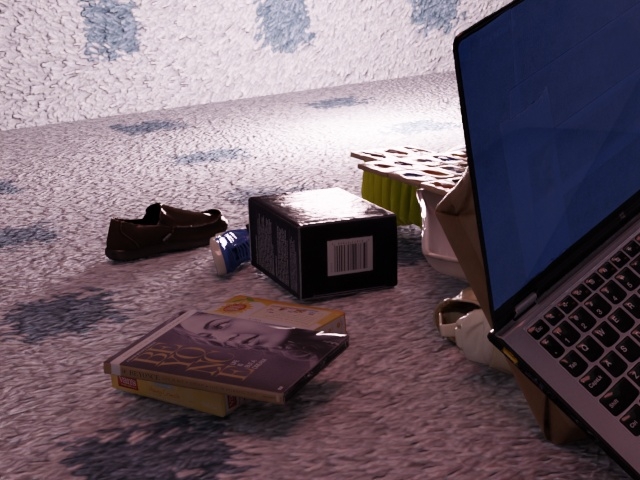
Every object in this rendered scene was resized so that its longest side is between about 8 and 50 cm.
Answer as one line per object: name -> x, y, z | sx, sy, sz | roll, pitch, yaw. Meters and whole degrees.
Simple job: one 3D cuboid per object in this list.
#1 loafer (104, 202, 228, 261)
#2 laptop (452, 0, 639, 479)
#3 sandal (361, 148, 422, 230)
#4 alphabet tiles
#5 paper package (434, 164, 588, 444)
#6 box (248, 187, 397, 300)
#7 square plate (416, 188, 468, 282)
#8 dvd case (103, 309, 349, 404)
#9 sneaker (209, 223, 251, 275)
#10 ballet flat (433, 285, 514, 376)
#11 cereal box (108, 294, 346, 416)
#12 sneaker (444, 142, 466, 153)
loafer -> -0.248, -0.024, 1.949 | 0.220, 0.078, 0.080 | -16, 19, -35
laptop -> 0.335, -0.032, 1.001 | 0.382, 0.236, 0.408 | -34, 71, -32
sandal -> 0.179, -0.076, 1.973 | 0.138, 0.126, 0.317 | -7, 22, -30
alphabet tiles -> 0.229, -0.096, 1.836 | 0.342, 0.011, 0.285 | 20, 20, 34
paper package -> 0.331, 0.013, 1.220 | 0.324, 0.168, 0.310 | -11, 60, -23
box -> 0.000, 0.000, 1.724 | 0.153, 0.108, 0.207 | -7, 16, -21
square plate -> 0.298, 0.017, 1.588 | 0.347, 0.049, 0.344 | 11, 15, 0
dvd case -> -0.101, 0.123, 1.315 | 0.221, 0.018, 0.164 | 6, 20, 25
sneaker -> -0.120, 0.011, 1.824 | 0.084, 0.058, 0.152 | -13, 9, 2
ballet flat -> 0.182, 0.105, 1.364 | 0.086, 0.086, 0.248 | -7, 7, -8
cereal box -> -0.105, 0.129, 1.411 | 0.173, 0.047, 0.240 | 8, 21, 35
sneaker -> 0.349, -0.164, 2.262 | 0.258, 0.094, 0.091 | -4, 20, 5
